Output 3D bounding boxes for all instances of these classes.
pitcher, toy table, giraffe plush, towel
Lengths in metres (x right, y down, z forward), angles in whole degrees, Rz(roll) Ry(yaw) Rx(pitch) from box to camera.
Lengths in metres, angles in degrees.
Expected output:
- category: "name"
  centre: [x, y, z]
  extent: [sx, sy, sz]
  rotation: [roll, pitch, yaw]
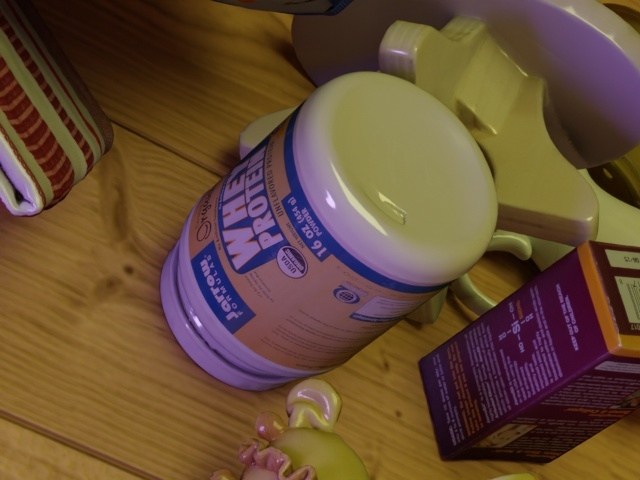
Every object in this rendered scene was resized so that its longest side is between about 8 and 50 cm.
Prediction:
- category: "pitcher"
  centre: [0.212, 0.044, 1.368]
  extent: [0.207, 0.125, 0.178]
  rotation: [45, 62, 10]
- category: "toy table"
  centre: [0.085, -0.082, 1.269]
  extent: [0.161, 0.274, 0.252]
  rotation: [-60, 143, -39]
- category: "giraffe plush"
  centre: [0.015, 0.186, 1.087]
  extent: [0.170, 0.210, 0.181]
  rotation: [29, 44, 20]
- category: "towel"
  centre: [-0.207, -0.130, 1.037]
  extent: [0.237, 0.037, 0.329]
  rotation: [57, 5, -8]

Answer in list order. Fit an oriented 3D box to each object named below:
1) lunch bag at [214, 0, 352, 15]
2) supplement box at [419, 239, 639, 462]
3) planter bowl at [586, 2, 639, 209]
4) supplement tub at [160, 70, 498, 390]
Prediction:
- category: "lunch bag"
  centre: [-0.141, -0.296, 1.109]
  extent: [0.385, 0.239, 0.328]
  rotation: [45, 7, 10]
- category: "supplement box"
  centre: [0.168, 0.080, 1.244]
  extent: [0.104, 0.188, 0.081]
  rotation: [7, 58, -36]
- category: "planter bowl"
  centre: [0.258, -0.078, 1.461]
  extent: [0.090, 0.217, 0.217]
  rotation: [-40, 90, -9]
- category: "supplement tub"
  centre: [0.000, 0.000, 1.154]
  extent: [0.144, 0.200, 0.144]
  rotation: [21, 50, -27]
